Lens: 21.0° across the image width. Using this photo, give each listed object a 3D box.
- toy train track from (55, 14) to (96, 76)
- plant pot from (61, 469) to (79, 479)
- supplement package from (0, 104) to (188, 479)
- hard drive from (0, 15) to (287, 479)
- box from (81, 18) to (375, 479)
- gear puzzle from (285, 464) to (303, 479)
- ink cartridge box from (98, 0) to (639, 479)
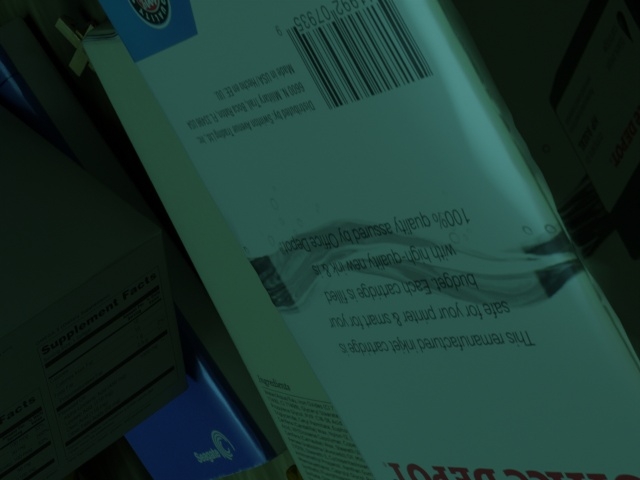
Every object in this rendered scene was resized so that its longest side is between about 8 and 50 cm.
[{"bbox_3d":[-0.122,-0.102,1.015,0.083,0.014,0.048,47,146,3],"label":"toy train track"},{"bbox_3d":[-0.304,0.190,1.420,0.254,0.254,0.239,40,166,27],"label":"plant pot"},{"bbox_3d":[-0.245,0.030,1.059,0.262,0.204,0.145,36,148,33],"label":"supplement package"},{"bbox_3d":[-0.150,0.022,1.170,0.319,0.040,0.210,56,153,-2],"label":"hard drive"},{"bbox_3d":[0.000,0.000,0.839,0.113,0.094,0.275,6,126,56],"label":"box"},{"bbox_3d":[0.090,0.240,1.020,0.339,0.044,0.175,40,150,28],"label":"gear puzzle"},{"bbox_3d":[0.058,-0.042,0.656,0.307,0.129,0.223,60,153,-10],"label":"ink cartridge box"}]
